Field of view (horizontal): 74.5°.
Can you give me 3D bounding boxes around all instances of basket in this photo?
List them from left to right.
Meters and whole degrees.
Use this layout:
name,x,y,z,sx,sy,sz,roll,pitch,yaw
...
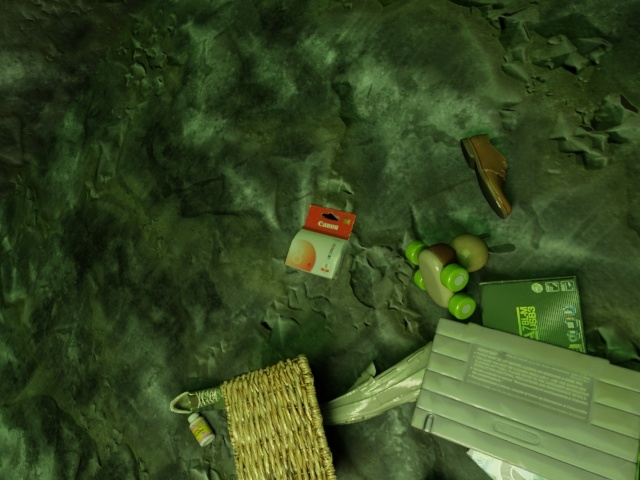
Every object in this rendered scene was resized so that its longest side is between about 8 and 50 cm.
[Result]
name,x,y,z,sx,sy,sz,roll,pitch,yaw
basket,-0.053,0.421,0.937,0.223,0.213,0.299,-23,69,16

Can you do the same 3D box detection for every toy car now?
name,x,y,z,sx,sy,sz,roll,pitch,yaw
toy car,0.308,0.045,0.897,0.188,0.148,0.155,-29,30,-9

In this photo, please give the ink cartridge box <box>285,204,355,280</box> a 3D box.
name,x,y,z,sx,sy,sz,roll,pitch,yaw
ink cartridge box,0.000,0.000,1.100,0.146,0.045,0.179,15,88,27

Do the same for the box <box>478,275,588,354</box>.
name,x,y,z,sx,sy,sz,roll,pitch,yaw
box,0.427,0.172,0.856,0.184,0.045,0.190,-6,76,22

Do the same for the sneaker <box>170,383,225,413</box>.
name,x,y,z,sx,sy,sz,roll,pitch,yaw
sneaker,-0.317,0.431,1.132,0.192,0.086,0.064,-19,71,21

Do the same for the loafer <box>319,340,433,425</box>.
name,x,y,z,sx,sy,sz,roll,pitch,yaw
loafer,0.131,0.323,0.935,0.320,0.112,0.111,-25,64,11

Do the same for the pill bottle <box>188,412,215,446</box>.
name,x,y,z,sx,sy,sz,roll,pitch,yaw
pill bottle,-0.326,0.511,1.143,0.083,0.043,0.043,44,99,27

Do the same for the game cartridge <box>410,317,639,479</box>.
name,x,y,z,sx,sy,sz,roll,pitch,yaw
game cartridge,0.370,0.292,0.774,0.355,0.068,0.230,13,68,25

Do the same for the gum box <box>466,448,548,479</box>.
name,x,y,z,sx,sy,sz,roll,pitch,yaw
gum box,0.407,0.422,0.811,0.184,0.041,0.157,40,98,26

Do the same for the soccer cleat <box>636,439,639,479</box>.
name,x,y,z,sx,sy,sz,roll,pitch,yaw
soccer cleat,0.588,0.342,0.733,0.072,0.060,0.178,15,82,26

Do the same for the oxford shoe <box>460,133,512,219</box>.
name,x,y,z,sx,sy,sz,roll,pitch,yaw
oxford shoe,0.384,-0.149,0.934,0.076,0.076,0.212,-19,72,10
